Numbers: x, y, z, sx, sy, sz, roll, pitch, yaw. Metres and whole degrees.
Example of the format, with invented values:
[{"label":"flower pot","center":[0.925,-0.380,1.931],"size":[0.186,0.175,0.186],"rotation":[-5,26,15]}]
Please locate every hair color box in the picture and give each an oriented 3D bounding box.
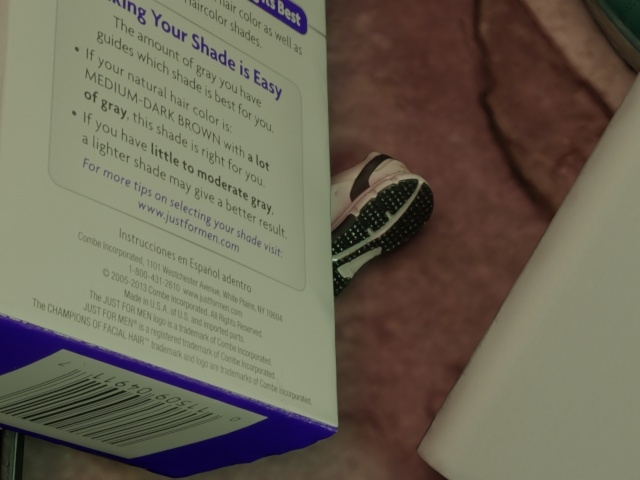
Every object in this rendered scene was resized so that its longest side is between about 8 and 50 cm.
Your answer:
[{"label":"hair color box","center":[-0.092,-0.088,0.661],"size":[0.110,0.185,0.339],"rotation":[-19,60,36]}]

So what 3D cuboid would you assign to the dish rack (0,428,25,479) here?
[{"label":"dish rack","center":[-0.257,0.124,0.672],"size":[0.271,0.074,0.208],"rotation":[-2,68,5]}]

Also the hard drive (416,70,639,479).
[{"label":"hard drive","center":[0.217,0.001,0.591],"size":[0.233,0.047,0.353],"rotation":[34,108,17]}]

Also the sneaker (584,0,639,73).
[{"label":"sneaker","center":[0.229,-0.087,0.680],"size":[0.108,0.121,0.302],"rotation":[-42,70,-11]}]

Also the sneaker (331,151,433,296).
[{"label":"sneaker","center":[0.000,0.000,0.719],"size":[0.109,0.040,0.044],"rotation":[-33,37,0]}]
